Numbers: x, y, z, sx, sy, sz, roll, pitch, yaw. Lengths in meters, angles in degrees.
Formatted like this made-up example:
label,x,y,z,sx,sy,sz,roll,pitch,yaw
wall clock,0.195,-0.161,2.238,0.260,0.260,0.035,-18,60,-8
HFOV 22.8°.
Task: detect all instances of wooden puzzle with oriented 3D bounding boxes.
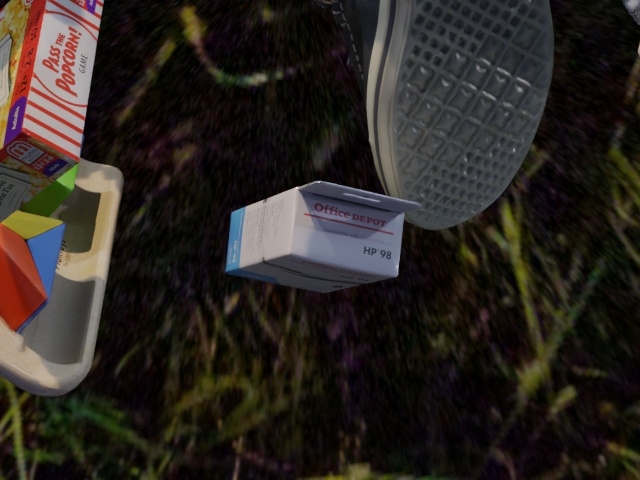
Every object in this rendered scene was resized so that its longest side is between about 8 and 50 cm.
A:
label,x,y,z,sx,sy,sz,roll,pitch,yaw
wooden puzzle,-0.317,-0.065,1.296,0.348,0.322,0.080,31,121,-20

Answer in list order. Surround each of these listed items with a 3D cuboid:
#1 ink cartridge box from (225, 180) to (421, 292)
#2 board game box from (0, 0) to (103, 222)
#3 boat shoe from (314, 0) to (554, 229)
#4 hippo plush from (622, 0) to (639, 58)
label,x,y,z,sx,sy,sz,roll,pitch,yaw
ink cartridge box,0.000,0.000,1.360,0.104,0.180,0.060,12,78,-23
board game box,-0.221,-0.073,1.042,0.045,0.147,0.193,29,136,-31
boat shoe,0.092,-0.239,1.410,0.186,0.156,0.500,-21,124,-16
hippo plush,0.323,-0.250,1.345,0.234,0.294,0.236,-38,135,27
